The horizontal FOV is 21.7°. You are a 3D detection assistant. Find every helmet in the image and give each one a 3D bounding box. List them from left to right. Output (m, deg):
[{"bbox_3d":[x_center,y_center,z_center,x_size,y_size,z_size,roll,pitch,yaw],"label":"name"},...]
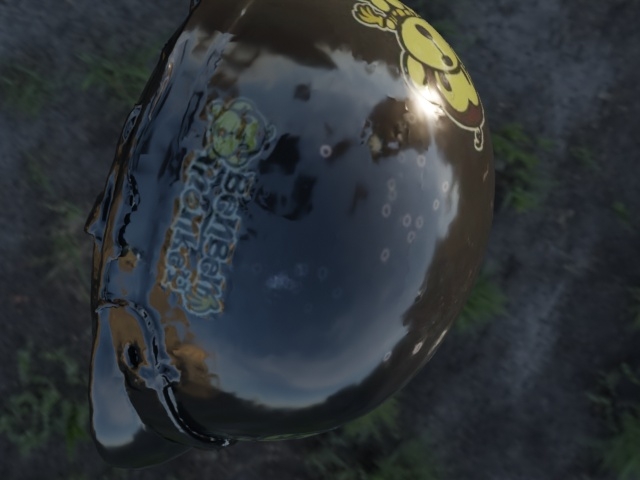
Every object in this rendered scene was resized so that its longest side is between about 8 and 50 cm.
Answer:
[{"bbox_3d":[0.000,0.000,0.841,0.230,0.160,0.278,5,99,-72],"label":"helmet"}]
